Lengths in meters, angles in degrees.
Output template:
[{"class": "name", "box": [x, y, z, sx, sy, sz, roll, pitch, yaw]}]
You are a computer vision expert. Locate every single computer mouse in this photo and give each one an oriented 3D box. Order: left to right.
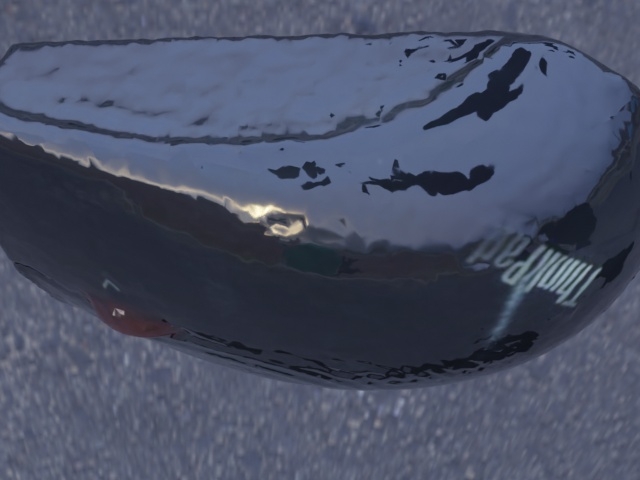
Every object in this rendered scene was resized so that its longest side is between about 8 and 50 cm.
[{"class": "computer mouse", "box": [0.000, 0.000, 0.693, 0.269, 0.170, 0.100, 0, 56, 18]}]
